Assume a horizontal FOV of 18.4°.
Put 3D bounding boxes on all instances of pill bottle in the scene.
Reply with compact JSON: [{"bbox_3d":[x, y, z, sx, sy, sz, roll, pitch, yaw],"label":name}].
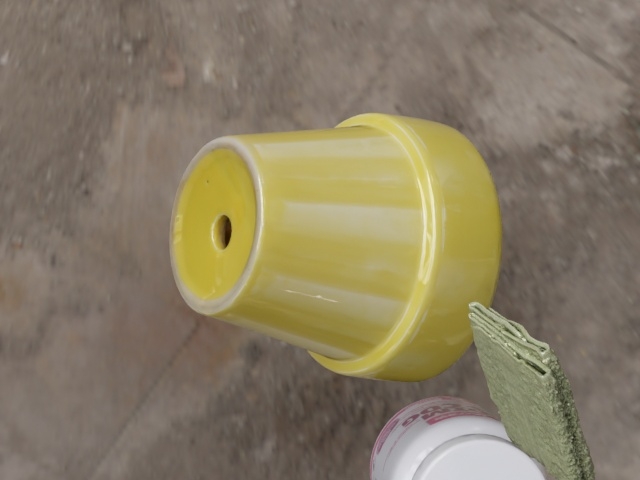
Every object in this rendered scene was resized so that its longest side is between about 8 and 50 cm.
[{"bbox_3d":[0.142,0.249,1.993,0.160,0.283,0.160,0,92,-5],"label":"pill bottle"}]

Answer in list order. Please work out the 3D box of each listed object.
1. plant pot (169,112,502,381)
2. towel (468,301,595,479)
[{"bbox_3d":[0.000,0.000,1.835,0.239,0.254,0.254,6,109,-34],"label":"plant pot"},{"bbox_3d":[0.161,0.119,1.487,0.027,0.110,0.148,-31,126,-15],"label":"towel"}]
